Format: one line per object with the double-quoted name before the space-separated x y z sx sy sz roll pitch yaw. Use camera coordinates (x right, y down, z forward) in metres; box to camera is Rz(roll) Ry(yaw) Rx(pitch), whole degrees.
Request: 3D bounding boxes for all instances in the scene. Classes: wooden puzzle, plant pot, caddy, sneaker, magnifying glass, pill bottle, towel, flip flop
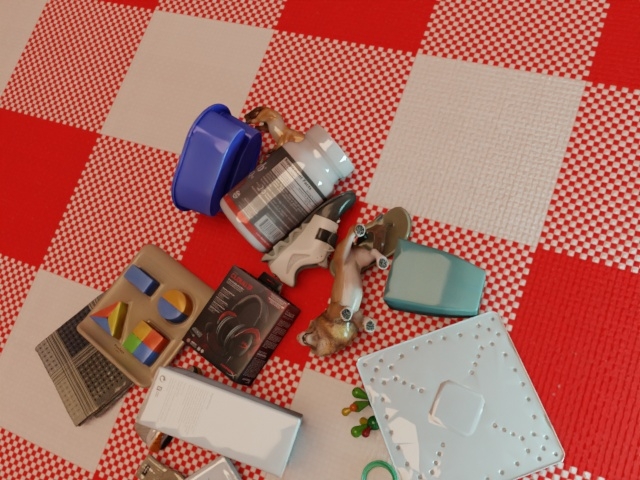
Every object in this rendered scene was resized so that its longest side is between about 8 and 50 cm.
"wooden puzzle" -0.520 0.208 1.957 0.322 0.080 0.348 34 77 23
"plant pot" 0.303 0.116 1.715 0.234 0.165 0.166 13 78 17
"caddy" -0.321 -0.231 1.956 0.179 0.241 0.342 25 103 16
"sneaker" 0.000 0.000 1.878 0.330 0.122 0.146 -43 80 1
"sneaker" -0.442 0.459 1.877 0.121 0.099 0.263 29 83 28
"magnifying glass" 0.163 0.673 1.658 0.092 0.026 0.231 -17 67 12
"pill bottle" -0.092 -0.151 1.893 0.363 0.210 0.210 -41 66 1
"towel" -0.687 0.358 2.017 0.312 0.056 0.324 -39 64 0
"flip flop" 0.137 0.010 1.840 0.277 0.080 0.112 -36 65 5

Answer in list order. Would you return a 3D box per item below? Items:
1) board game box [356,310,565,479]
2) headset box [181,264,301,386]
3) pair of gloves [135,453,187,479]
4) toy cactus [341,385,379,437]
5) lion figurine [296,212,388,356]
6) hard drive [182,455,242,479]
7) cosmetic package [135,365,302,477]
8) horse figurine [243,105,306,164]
"board game box" 0.332 0.414 1.618 0.389 0.050 0.390 -19 68 -5
"headset box" -0.214 0.227 1.867 0.218 0.110 0.293 33 85 24
"pair of gloves" -0.447 0.739 1.816 0.204 0.042 0.240 25 88 17
"toy cactus" 0.165 0.422 1.702 0.180 0.112 0.219 26 74 13
"lion figurine" 0.069 0.123 1.756 0.142 0.240 0.393 22 78 -16
"hard drive" -0.330 0.737 1.748 0.307 0.040 0.203 -34 81 1
"cosmetic package" -0.245 0.458 1.698 0.384 0.217 0.156 20 80 6
"horse figurine" -0.151 -0.330 2.047 0.174 0.066 0.263 -40 69 10
